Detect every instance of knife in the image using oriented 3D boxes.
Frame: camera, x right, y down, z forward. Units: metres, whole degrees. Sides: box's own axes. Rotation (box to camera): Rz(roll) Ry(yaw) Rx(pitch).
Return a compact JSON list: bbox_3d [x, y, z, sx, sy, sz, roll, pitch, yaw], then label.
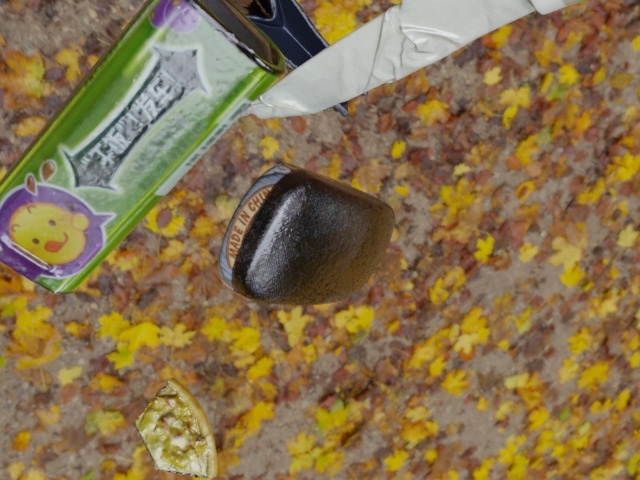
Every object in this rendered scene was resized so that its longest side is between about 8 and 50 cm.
[{"bbox_3d":[0.078,-0.106,0.313,0.298,0.017,0.047,-16,153,36],"label":"knife"}]

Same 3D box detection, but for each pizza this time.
[{"bbox_3d":[-0.211,0.286,1.065,0.099,0.160,0.036,-22,169,-23],"label":"pizza"}]

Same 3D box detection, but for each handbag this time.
[{"bbox_3d":[-0.056,-0.397,1.462,0.122,0.303,0.329,-42,115,8],"label":"handbag"}]

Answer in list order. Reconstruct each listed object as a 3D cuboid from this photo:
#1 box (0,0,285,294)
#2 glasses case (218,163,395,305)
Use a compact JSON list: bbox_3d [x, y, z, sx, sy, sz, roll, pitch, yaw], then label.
[{"bbox_3d":[-0.194,-0.098,0.709,0.134,0.097,0.345,38,114,-22],"label":"box"},{"bbox_3d":[0.000,0.000,0.723,0.122,0.082,0.321,-66,159,6],"label":"glasses case"}]
